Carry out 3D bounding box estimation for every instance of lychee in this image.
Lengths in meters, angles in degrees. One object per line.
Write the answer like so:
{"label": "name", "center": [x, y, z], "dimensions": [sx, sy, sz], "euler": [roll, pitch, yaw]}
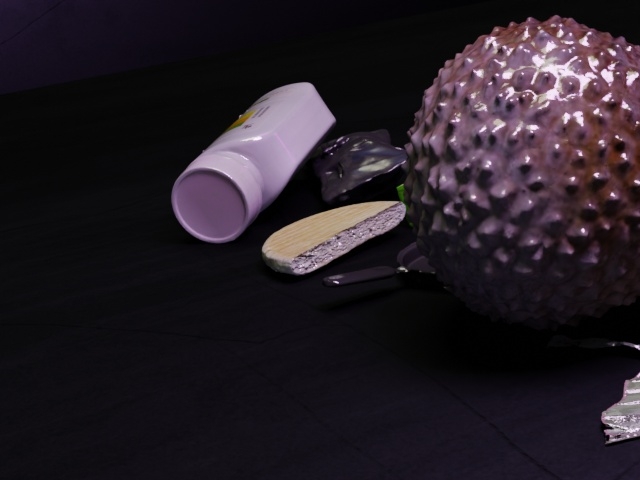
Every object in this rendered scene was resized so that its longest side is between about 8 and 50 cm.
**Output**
{"label": "lychee", "center": [0.217, -0.052, 1.094], "dimensions": [0.300, 0.300, 0.300], "euler": [-6, 18, 2]}

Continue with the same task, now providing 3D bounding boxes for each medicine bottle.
{"label": "medicine bottle", "center": [-0.092, -0.106, 1.594], "dimensions": [0.161, 0.111, 0.296], "euler": [-27, 16, 31]}

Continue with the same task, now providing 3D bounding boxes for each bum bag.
{"label": "bum bag", "center": [0.050, -0.111, 1.667], "dimensions": [0.137, 0.074, 0.310], "euler": [-18, 18, -2]}

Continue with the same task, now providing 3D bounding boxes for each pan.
{"label": "pan", "center": [0.106, 0.030, 1.274], "dimensions": [0.235, 0.028, 0.136], "euler": [-12, 18, -26]}

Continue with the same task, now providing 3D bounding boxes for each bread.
{"label": "bread", "center": [0.000, -0.001, 1.408], "dimensions": [0.193, 0.036, 0.112], "euler": [-27, 21, -39]}

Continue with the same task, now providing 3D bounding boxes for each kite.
{"label": "kite", "center": [0.322, 0.098, 1.008], "dimensions": [0.268, 0.013, 0.323], "euler": [4, 21, 31]}

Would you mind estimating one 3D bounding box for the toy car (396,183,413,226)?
{"label": "toy car", "center": [0.159, -0.068, 1.498], "dimensions": [0.062, 0.071, 0.165], "euler": [-12, 12, 36]}
